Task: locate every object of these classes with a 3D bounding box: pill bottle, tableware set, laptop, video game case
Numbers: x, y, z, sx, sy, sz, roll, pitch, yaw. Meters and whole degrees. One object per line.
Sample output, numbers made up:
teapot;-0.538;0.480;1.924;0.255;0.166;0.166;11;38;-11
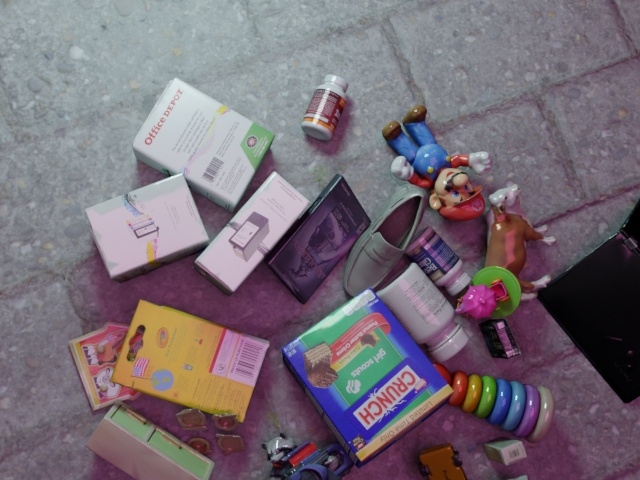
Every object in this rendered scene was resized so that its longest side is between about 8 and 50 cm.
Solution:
pill bottle;0.253;0.179;1.784;0.131;0.131;0.229;-40;90;-12
pill bottle;0.295;0.055;1.827;0.094;0.094;0.169;-43;91;-12
tableware set;-0.250;0.441;1.672;0.141;0.020;0.169;-4;124;4
laptop;0.854;0.139;1.953;0.382;0.236;0.408;50;49;-1
pill bottle;0.015;-0.336;1.838;0.086;0.086;0.152;23;80;-6
video game case;0.000;0.000;1.754;0.026;0.196;0.274;28;73;39

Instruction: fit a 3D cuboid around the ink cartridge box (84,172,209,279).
ink cartridge box;-0.395;-0.023;1.680;0.232;0.171;0.168;-22;86;-11

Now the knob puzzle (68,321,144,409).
knob puzzle;-0.464;0.280;1.699;0.213;0.030;0.213;1;81;-10

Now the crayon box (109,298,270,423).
crayon box;-0.300;0.277;1.688;0.318;0.081;0.202;21;79;-13

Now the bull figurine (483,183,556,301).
bull figurine;0.494;0.017;1.858;0.188;0.101;0.311;10;92;-10

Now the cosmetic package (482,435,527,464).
cosmetic package;0.449;0.512;1.780;0.060;0.115;0.041;-17;84;-10

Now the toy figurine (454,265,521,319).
toy figurine;0.376;0.145;1.753;0.173;0.159;0.130;-29;80;32

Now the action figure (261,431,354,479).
action figure;-0.058;0.603;1.649;0.341;0.178;0.330;-14;77;-42

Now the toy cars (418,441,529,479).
toy cars;0.398;0.596;1.772;0.393;0.087;0.176;25;114;-7

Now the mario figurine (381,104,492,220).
mario figurine;0.302;-0.193;1.821;0.198;0.170;0.320;-41;81;22

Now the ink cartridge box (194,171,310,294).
ink cartridge box;-0.164;-0.008;1.704;0.114;0.198;0.273;41;78;-3

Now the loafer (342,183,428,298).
loafer;0.153;0.006;1.769;0.112;0.111;0.319;28;100;-5

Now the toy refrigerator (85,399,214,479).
toy refrigerator;-0.376;0.478;1.636;0.269;0.102;0.094;34;100;-3

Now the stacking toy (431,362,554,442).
stacking toy;0.392;0.384;1.786;0.330;0.141;0.141;17;80;-3

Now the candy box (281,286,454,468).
candy box;0.103;0.317;1.700;0.268;0.122;0.317;-34;70;-12

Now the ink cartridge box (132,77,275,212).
ink cartridge box;-0.280;-0.226;1.755;0.278;0.117;0.201;29;78;-5

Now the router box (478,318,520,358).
router box;0.443;0.244;1.813;0.038;0.122;0.092;-22;86;-7
